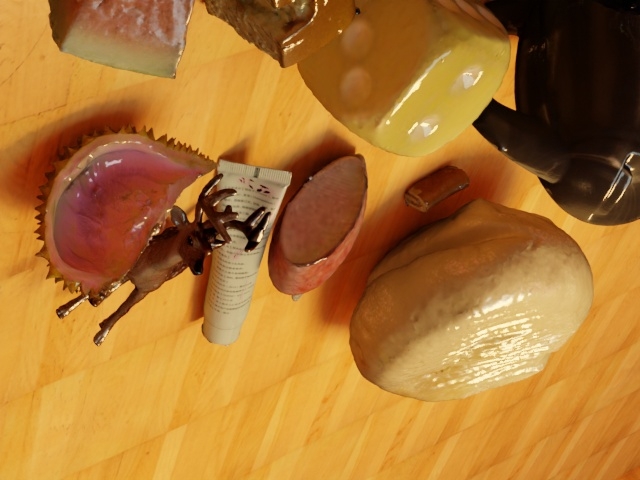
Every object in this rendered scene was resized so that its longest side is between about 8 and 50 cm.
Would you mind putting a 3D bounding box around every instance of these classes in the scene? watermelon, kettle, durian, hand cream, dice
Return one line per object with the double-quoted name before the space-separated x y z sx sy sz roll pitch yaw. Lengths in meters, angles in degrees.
"watermelon" -0.131 -0.292 1.404 0.140 0.193 0.256 13 134 -21
"kettle" 0.301 -0.169 1.948 0.324 0.321 0.228 -79 -166 -47
"durian" -0.212 -0.035 1.702 0.182 0.132 0.165 -64 153 4
"hand cream" -0.102 0.019 2.020 0.331 0.085 0.058 105 -2 -53
"dice" 0.090 -0.204 1.803 0.169 0.166 0.169 -51 153 20

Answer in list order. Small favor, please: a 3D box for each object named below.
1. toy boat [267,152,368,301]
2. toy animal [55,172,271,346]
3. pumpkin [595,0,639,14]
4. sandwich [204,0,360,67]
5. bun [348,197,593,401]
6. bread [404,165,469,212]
"toy boat" 0.000 0.000 2.105 0.206 0.096 0.282 -62 173 -18
"toy animal" -0.170 0.011 1.830 0.260 0.087 0.243 -39 -168 9
"pumpkin" 0.361 -0.394 1.744 0.296 0.296 0.296 -31 153 -18
"sandwich" -0.038 -0.285 1.566 0.128 0.122 0.235 -36 152 -17
"bun" 0.205 0.075 2.348 0.365 0.219 0.365 -18 155 -9
"bread" 0.158 -0.070 2.253 0.083 0.047 0.036 -30 122 -23
